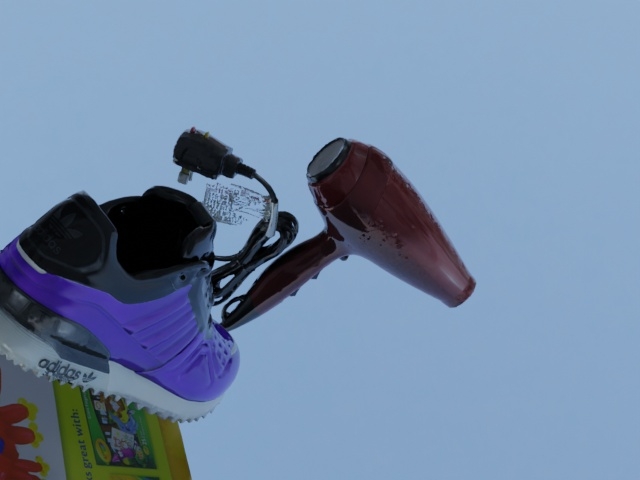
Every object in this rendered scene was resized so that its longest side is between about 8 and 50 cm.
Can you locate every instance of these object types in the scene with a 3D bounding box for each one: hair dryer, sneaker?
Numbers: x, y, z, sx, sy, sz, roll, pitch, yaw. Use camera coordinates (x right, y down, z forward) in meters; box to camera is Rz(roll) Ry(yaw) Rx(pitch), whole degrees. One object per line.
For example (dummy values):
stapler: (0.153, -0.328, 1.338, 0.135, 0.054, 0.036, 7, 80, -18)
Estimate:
hair dryer: (0.000, 0.000, 1.328, 0.293, 0.223, 0.080, 12, -138, 2)
sneaker: (-0.115, 0.038, 1.052, 0.146, 0.293, 0.102, -50, -118, 8)

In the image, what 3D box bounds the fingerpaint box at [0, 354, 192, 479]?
fingerpaint box: (-0.265, 0.298, 1.143, 0.163, 0.371, 0.445, -38, -124, 34)
